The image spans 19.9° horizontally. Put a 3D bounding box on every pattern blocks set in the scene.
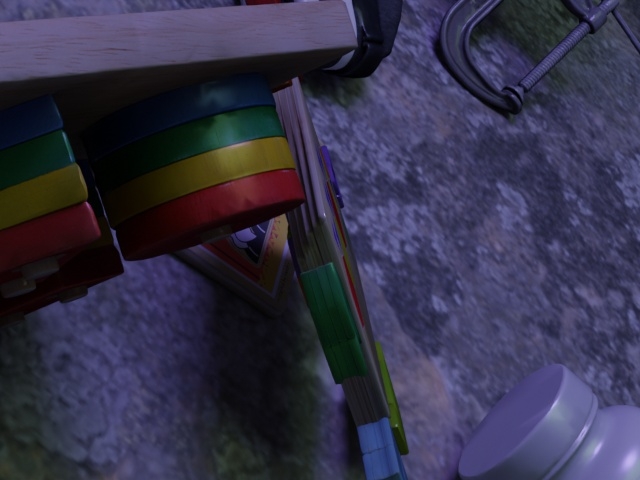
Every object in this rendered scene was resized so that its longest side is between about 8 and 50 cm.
[{"bbox_3d":[0.000,0.000,1.002,0.325,0.026,0.285,-100,173,-66],"label":"pattern blocks set"}]

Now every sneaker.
[{"bbox_3d":[-0.007,-0.205,1.286,0.121,0.079,0.217,16,55,-43],"label":"sneaker"}]

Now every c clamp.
[{"bbox_3d":[0.171,-0.157,1.414,0.161,0.022,0.137,-38,102,-21],"label":"c clamp"}]

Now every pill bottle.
[{"bbox_3d":[0.190,0.178,1.093,0.216,0.121,0.121,43,35,-9],"label":"pill bottle"}]

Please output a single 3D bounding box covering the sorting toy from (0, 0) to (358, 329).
[{"bbox_3d":[-0.142,-0.015,0.810,0.257,0.255,0.089,-13,83,-52],"label":"sorting toy"}]

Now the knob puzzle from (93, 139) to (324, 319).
[{"bbox_3d":[-0.080,-0.067,1.108,0.213,0.030,0.213,28,40,-27],"label":"knob puzzle"}]
